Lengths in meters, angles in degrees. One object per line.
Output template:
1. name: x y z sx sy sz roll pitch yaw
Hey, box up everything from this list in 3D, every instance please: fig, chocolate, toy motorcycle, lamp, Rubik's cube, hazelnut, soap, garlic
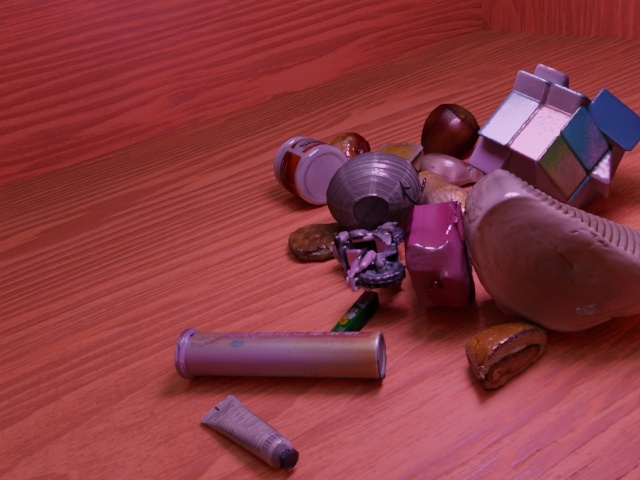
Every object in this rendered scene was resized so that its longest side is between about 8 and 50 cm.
1. fig: 0.064 -0.290 1.933 0.257 0.159 0.159 -15 20 46
2. chocolate: 0.338 -0.105 1.485 0.134 0.134 0.309 -18 26 -9
3. toy motorcycle: 0.112 0.044 1.287 0.188 0.143 0.327 -10 19 12
4. lamp: 0.149 -0.136 1.466 0.265 0.233 0.233 -32 20 28
5. Rubik's cube: 0.602 -0.237 1.391 0.387 0.367 0.358 -32 52 -31
6. hazelnut: 0.443 -0.369 1.858 0.208 0.208 0.208 -10 29 6
7. soap: 0.270 0.030 1.194 0.128 0.220 0.324 -13 29 18
8. garlic: 0.387 -0.238 1.735 0.128 0.148 0.266 -53 38 4
9. soap: 0.227 -0.236 1.794 0.174 0.089 0.274 6 36 30

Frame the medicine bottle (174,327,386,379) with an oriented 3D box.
1. medicine bottle: -0.082 0.234 1.093 0.427 0.108 0.108 -3 31 15

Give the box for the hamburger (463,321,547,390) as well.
1. hamburger: 0.331 0.197 0.999 0.176 0.087 0.102 -28 34 -21

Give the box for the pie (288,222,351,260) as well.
1. pie: 0.000 0.000 1.519 0.195 0.046 0.195 -10 28 5

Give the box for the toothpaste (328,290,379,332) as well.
1. toothpaste: 0.073 0.179 1.180 0.037 0.043 0.178 7 35 36

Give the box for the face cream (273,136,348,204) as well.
1. face cream: -0.030 -0.235 1.780 0.201 0.200 0.187 -26 31 -21

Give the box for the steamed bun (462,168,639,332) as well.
1. steamed bun: 0.451 0.039 1.049 0.384 0.236 0.247 27 26 2

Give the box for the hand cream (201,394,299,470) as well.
1. hand cream: -0.129 0.349 0.971 0.080 0.050 0.234 -35 31 -33
